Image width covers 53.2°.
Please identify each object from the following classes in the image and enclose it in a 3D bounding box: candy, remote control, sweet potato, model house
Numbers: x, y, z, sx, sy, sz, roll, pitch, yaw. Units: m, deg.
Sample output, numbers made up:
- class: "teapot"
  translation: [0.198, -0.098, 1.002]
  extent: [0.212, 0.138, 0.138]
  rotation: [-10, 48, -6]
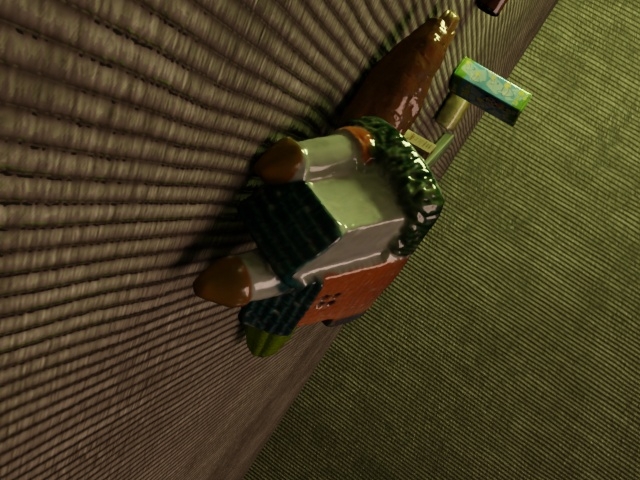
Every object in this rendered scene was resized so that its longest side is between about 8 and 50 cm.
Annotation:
- class: "candy"
  translation: [-0.094, 0.160, 1.181]
  extent: [0.097, 0.096, 0.209]
  rotation: [-48, 170, -37]
- class: "remote control"
  translation: [0.363, -0.270, 2.107]
  extent: [0.309, 0.038, 0.090]
  rotation: [-45, 165, -46]
- class: "candy"
  translation: [0.422, -0.371, 1.601]
  extent: [0.062, 0.194, 0.097]
  rotation: [-56, 170, -7]
- class: "sweet potato"
  translation: [0.109, -0.215, 0.916]
  extent: [0.252, 0.097, 0.097]
  rotation: [-54, 170, -4]
- class: "model house"
  translation: [-0.039, -0.008, 0.795]
  extent: [0.300, 0.190, 0.271]
  rotation: [-15, 150, -39]

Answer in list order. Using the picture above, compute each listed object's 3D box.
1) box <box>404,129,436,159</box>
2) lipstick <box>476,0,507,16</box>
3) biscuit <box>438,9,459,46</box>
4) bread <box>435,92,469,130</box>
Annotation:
- class: "box"
  translation: [0.214, -0.217, 1.439]
  extent: [0.053, 0.083, 0.024]
  rotation: [-42, 158, -50]
- class: "lipstick"
  translation: [0.425, -0.612, 1.252]
  extent: [0.357, 0.057, 0.057]
  rotation: [-58, 170, 18]
- class: "biscuit"
  translation: [0.173, -0.302, 1.118]
  extent: [0.166, 0.036, 0.225]
  rotation: [-52, 172, -16]
- class: "bread"
  translation: [0.385, -0.389, 1.758]
  extent: [0.178, 0.060, 0.139]
  rotation: [-59, 171, 14]
